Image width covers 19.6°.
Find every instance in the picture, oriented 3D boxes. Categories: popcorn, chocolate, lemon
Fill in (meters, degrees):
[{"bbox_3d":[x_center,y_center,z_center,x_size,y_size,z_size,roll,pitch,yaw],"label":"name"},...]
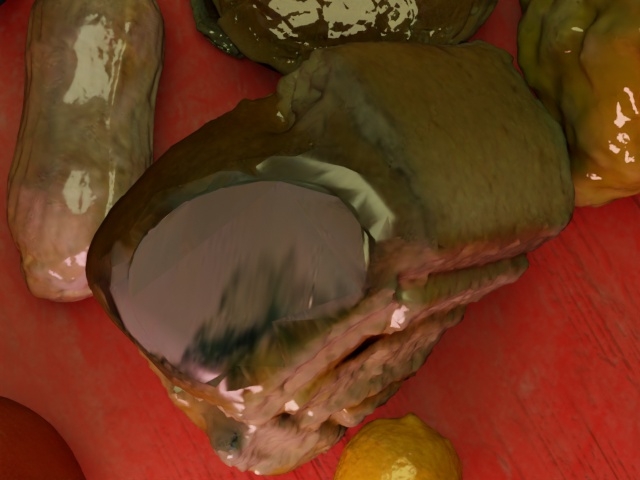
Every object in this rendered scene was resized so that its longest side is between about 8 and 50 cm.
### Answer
[{"bbox_3d":[0.315,-0.201,1.580,0.293,0.292,0.334,7,74,5],"label":"popcorn"},{"bbox_3d":[-0.203,-0.099,1.628,0.134,0.134,0.309,7,79,0],"label":"chocolate"},{"bbox_3d":[0.063,0.222,1.580,0.114,0.114,0.155,15,96,2],"label":"lemon"}]

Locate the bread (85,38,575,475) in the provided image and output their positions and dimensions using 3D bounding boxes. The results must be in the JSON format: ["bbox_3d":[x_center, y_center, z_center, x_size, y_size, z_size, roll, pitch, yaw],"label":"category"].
[{"bbox_3d":[0.004,-0.006,1.501,0.395,0.264,0.239,-42,74,13],"label":"bread"}]

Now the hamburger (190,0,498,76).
[{"bbox_3d":[0.018,-0.263,1.662,0.284,0.134,0.266,-10,81,-5],"label":"hamburger"}]

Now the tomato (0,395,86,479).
[{"bbox_3d":[-0.307,0.249,1.536,0.259,0.180,0.260,2,73,-6],"label":"tomato"}]

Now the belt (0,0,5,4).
[{"bbox_3d":[-0.259,-0.410,1.601,0.173,0.300,0.436,31,77,3],"label":"belt"}]
